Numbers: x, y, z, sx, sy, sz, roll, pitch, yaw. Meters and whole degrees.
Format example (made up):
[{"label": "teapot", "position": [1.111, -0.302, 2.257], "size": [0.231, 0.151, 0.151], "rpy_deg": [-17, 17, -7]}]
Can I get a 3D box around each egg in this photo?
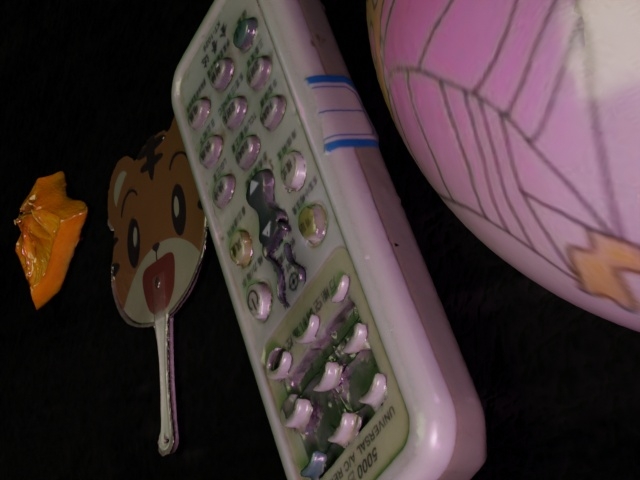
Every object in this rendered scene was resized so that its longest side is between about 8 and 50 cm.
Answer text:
[{"label": "egg", "position": [0.112, -0.075, 0.563], "size": [0.271, 0.196, 0.196], "rpy_deg": [41, 120, 45]}]

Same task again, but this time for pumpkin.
[{"label": "pumpkin", "position": [-0.210, -0.001, 1.237], "size": [0.073, 0.035, 0.101], "rpy_deg": [52, 126, 45]}]

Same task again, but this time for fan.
[{"label": "fan", "position": [-0.104, 0.029, 1.082], "size": [0.152, 0.008, 0.227], "rpy_deg": [-31, 59, 52]}]

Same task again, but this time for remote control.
[{"label": "remote control", "position": [0.000, 0.000, 0.861], "size": [0.128, 0.065, 0.335], "rpy_deg": [-52, 44, 39]}]
